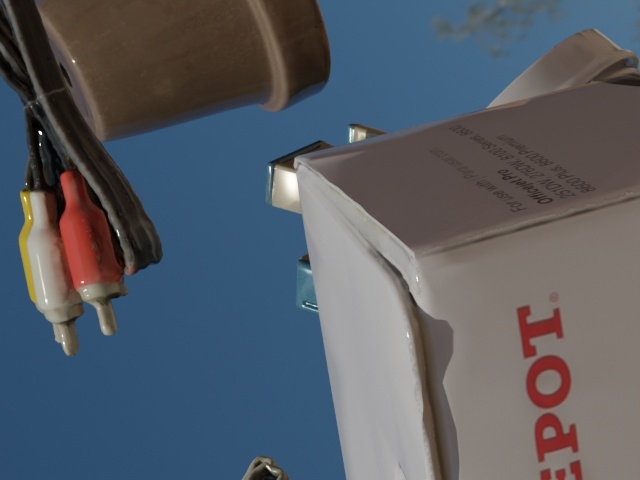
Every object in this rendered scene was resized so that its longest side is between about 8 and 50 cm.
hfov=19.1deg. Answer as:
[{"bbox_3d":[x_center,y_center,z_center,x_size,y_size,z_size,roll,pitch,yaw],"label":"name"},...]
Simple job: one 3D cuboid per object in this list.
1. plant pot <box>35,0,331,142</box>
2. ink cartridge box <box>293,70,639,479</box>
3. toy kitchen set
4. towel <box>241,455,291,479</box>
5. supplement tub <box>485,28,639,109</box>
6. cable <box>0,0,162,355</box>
[{"bbox_3d":[-0.150,-0.211,1.838,0.263,0.229,0.263,53,163,25],"label":"plant pot"},{"bbox_3d":[0.210,0.066,0.817,0.166,0.395,0.285,-136,34,-66],"label":"ink cartridge box"},{"bbox_3d":[0.000,0.000,1.785,0.166,0.122,0.207,-27,-53,-48],"label":"toy kitchen set"},{"bbox_3d":[-0.101,0.342,1.526,0.056,0.312,0.324,32,162,25],"label":"towel"},{"bbox_3d":[0.230,0.049,1.193,0.331,0.241,0.241,43,-160,14],"label":"supplement tub"},{"bbox_3d":[-0.187,-0.067,1.260,0.072,0.139,0.287,-24,-85,-30],"label":"cable"}]
